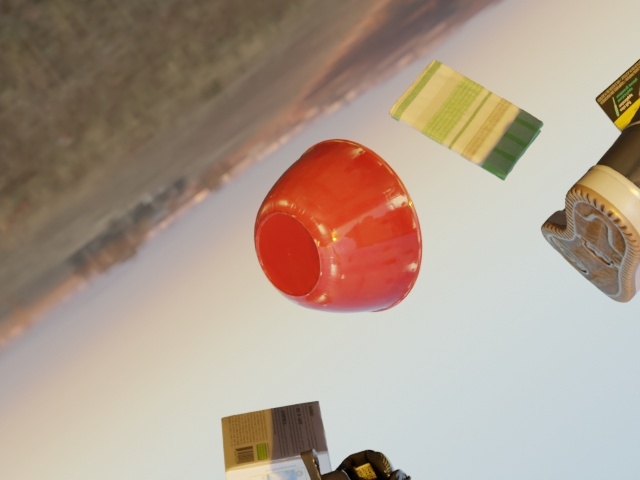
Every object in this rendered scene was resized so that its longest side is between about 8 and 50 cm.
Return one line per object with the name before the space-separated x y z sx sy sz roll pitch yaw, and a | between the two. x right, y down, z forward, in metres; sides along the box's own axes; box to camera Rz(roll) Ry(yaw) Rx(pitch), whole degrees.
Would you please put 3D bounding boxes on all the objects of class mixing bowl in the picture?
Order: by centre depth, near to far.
mixing bowl | 0.000 0.000 1.560 0.098 0.181 0.181 -24 173 -42

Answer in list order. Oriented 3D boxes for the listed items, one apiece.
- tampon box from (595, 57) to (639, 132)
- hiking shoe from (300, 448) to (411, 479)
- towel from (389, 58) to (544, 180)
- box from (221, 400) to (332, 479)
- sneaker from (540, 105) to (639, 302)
tampon box | 0.394 -0.121 1.676 0.120 0.161 0.101 -43 155 12
hiking shoe | 0.055 0.208 1.138 0.086 0.114 0.227 -12 161 24
towel | 0.166 -0.135 1.801 0.113 0.152 0.023 -50 167 -38
box | -0.032 0.281 1.591 0.103 0.203 0.114 -10 -158 -2
sneaker | 0.270 -0.044 1.303 0.153 0.099 0.282 -48 171 -6
